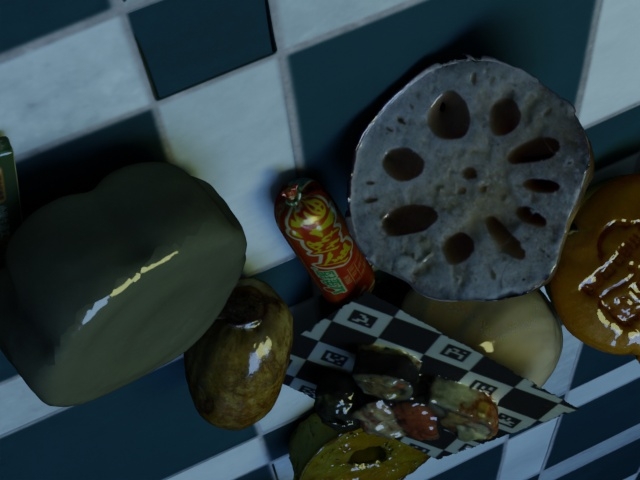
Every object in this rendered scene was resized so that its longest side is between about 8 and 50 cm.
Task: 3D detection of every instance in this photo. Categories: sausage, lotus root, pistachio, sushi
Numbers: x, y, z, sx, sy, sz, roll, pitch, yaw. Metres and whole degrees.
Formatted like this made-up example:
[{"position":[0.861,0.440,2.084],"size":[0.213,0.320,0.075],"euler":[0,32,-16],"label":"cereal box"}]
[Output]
[{"position":[0.000,0.000,1.318],"size":[0.083,0.083,0.264],"euler":[-30,150,2],"label":"sausage"},{"position":[-0.103,0.150,1.391],"size":[0.128,0.145,0.260],"euler":[3,140,-8],"label":"lotus root"},{"position":[0.233,0.126,1.606],"size":[0.208,0.226,0.332],"euler":[0,172,39],"label":"pistachio"},{"position":[0.105,0.220,1.502],"size":[0.339,0.069,0.320],"euler":[29,146,-19],"label":"sushi"},{"position":[0.177,-0.053,1.235],"size":[0.272,0.272,0.192],"euler":[-38,160,17],"label":"lotus root"}]

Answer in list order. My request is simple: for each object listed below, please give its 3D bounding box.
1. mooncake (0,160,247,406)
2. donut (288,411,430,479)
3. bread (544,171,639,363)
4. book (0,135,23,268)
[{"position":[-0.197,0.040,1.118],"size":[0.275,0.135,0.275],"euler":[-35,160,-15],"label":"mooncake"},{"position":[0.066,0.322,1.872],"size":[0.272,0.107,0.272],"euler":[-20,145,-15],"label":"donut"},{"position":[0.437,0.035,1.575],"size":[0.270,0.270,0.148],"euler":[-28,-170,0],"label":"bread"},{"position":[-0.400,0.007,1.022],"size":[0.264,0.027,0.202],"euler":[-17,149,-20],"label":"book"}]
